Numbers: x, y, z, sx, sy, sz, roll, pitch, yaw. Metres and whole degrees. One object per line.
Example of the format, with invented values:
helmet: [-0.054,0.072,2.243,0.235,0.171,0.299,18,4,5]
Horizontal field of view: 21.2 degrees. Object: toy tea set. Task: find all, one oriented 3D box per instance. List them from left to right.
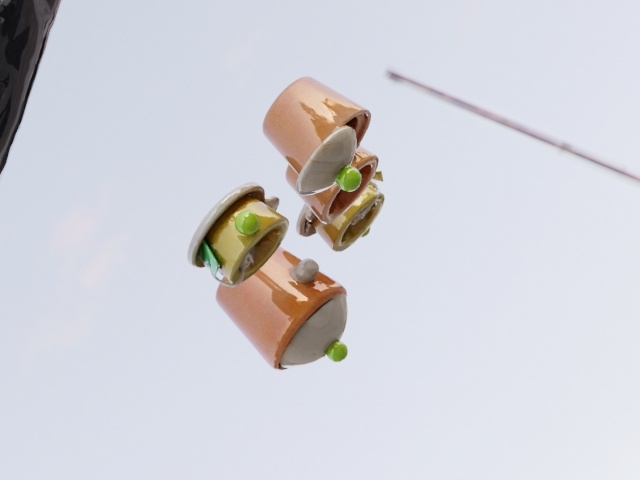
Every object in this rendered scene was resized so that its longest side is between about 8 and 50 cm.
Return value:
toy tea set: [0.000,0.000,1.423,0.200,0.124,0.336,-47,-16,-8]

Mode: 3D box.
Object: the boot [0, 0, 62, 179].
boot: [-0.272,-0.187,0.878,0.367,0.146,0.445,33,-103,-39]
